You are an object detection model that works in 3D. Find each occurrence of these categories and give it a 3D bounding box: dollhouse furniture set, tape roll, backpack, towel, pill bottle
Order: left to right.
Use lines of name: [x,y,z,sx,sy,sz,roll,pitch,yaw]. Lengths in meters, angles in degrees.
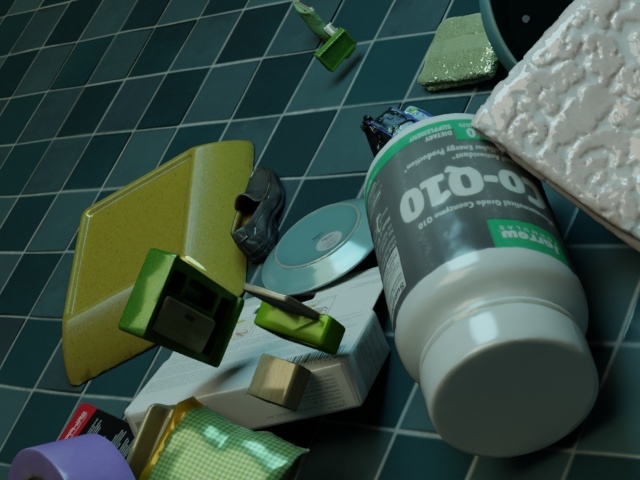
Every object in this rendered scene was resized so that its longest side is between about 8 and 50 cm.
tape roll: [-0.270,0.313,1.624,0.189,0.080,0.189,18,113,51]
dollhouse furniture set: [-0.127,0.190,1.587,0.197,0.151,0.301,15,79,32]
dollhouse furniture set: [-0.003,-0.302,2.213,0.058,0.076,0.151,-47,35,-1]
backpack: [0.121,-0.112,1.867,0.084,0.105,0.114,-32,41,-16]
towel: [0.193,-0.257,1.975,0.148,0.027,0.110,0,68,54]
pill bottle: [0.169,0.043,1.572,0.204,0.204,0.361,-34,37,18]
towel: [0.377,-0.158,1.541,0.317,0.053,0.332,40,85,22]

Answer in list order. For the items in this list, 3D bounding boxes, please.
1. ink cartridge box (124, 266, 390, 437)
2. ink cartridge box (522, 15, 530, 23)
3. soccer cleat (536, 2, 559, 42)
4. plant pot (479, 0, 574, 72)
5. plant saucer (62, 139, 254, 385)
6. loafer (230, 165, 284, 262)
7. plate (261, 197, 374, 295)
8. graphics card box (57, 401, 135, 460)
ink cartridge box: [-0.058,0.141,1.795,0.296,0.066,0.261,-15,19,23]
ink cartridge box: [0.257,-0.311,1.981,0.115,0.029,0.063,-54,33,10]
soccer cleat: [0.329,-0.311,1.883,0.248,0.083,0.095,-63,7,-14]
plant pot: [0.311,-0.282,1.723,0.290,0.290,0.195,-51,5,-6]
plant saucer: [-0.256,0.011,2.166,0.332,0.081,0.333,-28,39,26]
loafer: [-0.091,-0.049,2.065,0.062,0.061,0.170,-29,38,26]
plate: [0.000,0.000,1.916,0.188,0.024,0.188,-25,28,14]
graphics card box: [-0.234,0.349,1.791,0.371,0.094,0.233,10,62,52]
